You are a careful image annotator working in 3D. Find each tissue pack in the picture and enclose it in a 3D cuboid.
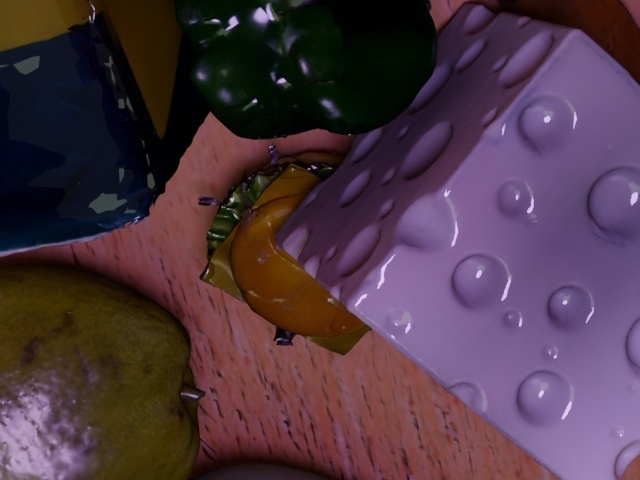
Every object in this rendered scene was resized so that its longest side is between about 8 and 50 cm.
[{"bbox_3d":[-0.247,-0.229,1.312,0.253,0.264,0.417,-10,121,20],"label":"tissue pack"}]

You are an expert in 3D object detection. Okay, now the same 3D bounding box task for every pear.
[{"bbox_3d":[-0.252,0.151,1.588,0.321,0.269,0.269,-14,121,6],"label":"pear"}]

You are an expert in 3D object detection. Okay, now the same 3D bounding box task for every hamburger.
[{"bbox_3d":[0.001,0.003,1.533,0.164,0.093,0.189,-36,111,30],"label":"hamburger"}]

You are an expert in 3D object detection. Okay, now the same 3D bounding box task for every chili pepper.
[{"bbox_3d":[-0.003,-0.152,1.334,0.165,0.261,0.174,-32,92,18],"label":"chili pepper"}]

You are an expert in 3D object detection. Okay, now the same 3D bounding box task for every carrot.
[{"bbox_3d":[0.215,-0.138,1.419,0.072,0.072,0.205,-35,116,27],"label":"carrot"}]

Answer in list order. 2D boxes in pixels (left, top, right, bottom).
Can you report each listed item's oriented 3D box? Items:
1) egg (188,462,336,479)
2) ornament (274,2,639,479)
[{"bbox_3d":[-0.011,0.339,1.669,0.352,0.258,0.258,41,121,-21],"label":"egg"},{"bbox_3d":[0.149,0.002,1.370,0.239,0.240,0.240,40,90,-18],"label":"ornament"}]
